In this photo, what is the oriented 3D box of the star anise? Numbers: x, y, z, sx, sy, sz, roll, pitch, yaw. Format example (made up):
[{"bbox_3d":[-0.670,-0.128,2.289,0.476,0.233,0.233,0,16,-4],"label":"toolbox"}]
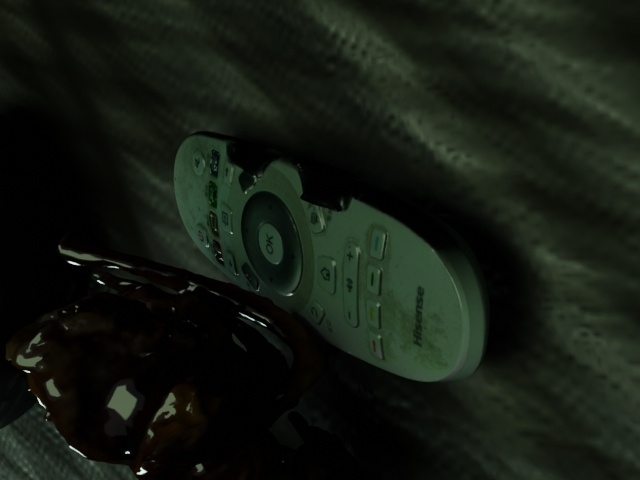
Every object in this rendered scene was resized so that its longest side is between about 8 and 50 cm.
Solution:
[{"bbox_3d":[-0.051,0.096,0.577,0.126,0.190,0.220,-36,114,15],"label":"star anise"}]

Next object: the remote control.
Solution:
[{"bbox_3d":[-0.002,0.000,0.599,0.256,0.045,0.097,28,125,43],"label":"remote control"}]

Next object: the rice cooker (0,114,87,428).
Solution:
[{"bbox_3d":[-0.303,0.022,0.792,0.267,0.224,0.267,15,112,44],"label":"rice cooker"}]
